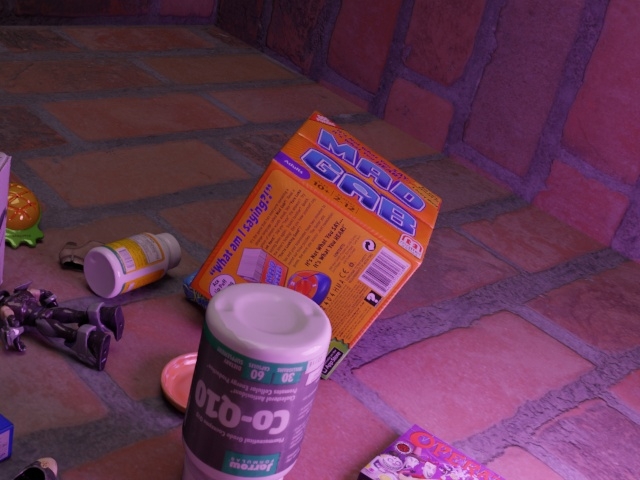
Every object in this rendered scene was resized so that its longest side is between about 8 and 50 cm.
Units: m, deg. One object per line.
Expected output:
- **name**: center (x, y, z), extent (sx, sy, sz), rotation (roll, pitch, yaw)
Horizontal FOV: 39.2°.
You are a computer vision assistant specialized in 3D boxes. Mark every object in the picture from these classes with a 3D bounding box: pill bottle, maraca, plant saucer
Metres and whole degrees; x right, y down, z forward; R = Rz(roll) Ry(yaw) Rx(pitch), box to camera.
- **pill bottle**: center (-0.418, 0.048, 2.031), extent (0.117, 0.117, 0.208), rotation (29, 31, 28)
- **maraca**: center (-0.720, -0.060, 2.124), extent (0.127, 0.099, 0.185), rotation (-7, 59, -32)
- **pill bottle**: center (-0.116, 0.268, 1.479), extent (0.204, 0.361, 0.204), rotation (11, 27, -6)
- **plant saucer**: center (-0.214, 0.289, 1.753), extent (0.200, 0.037, 0.200), rotation (11, 26, -5)

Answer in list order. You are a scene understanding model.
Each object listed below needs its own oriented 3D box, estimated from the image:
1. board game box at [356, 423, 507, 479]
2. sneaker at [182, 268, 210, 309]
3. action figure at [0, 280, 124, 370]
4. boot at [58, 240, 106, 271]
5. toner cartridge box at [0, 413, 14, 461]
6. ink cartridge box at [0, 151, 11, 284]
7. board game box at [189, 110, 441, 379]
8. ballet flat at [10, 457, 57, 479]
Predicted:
- **board game box**: center (0.259, 0.475, 1.618), extent (0.347, 0.056, 0.208), rotation (28, 25, 25)
- **sneaker**: center (-0.247, 0.134, 2.011), extent (0.126, 0.091, 0.240), rotation (-6, 28, 2)
- **action figure**: center (-0.543, 0.160, 1.788), extent (0.285, 0.099, 0.185), rotation (15, 33, 10)
- **boot**: center (-0.544, 0.039, 2.081), extent (0.118, 0.042, 0.087), rotation (5, 34, -16)
- **toner cartridge box**: center (-0.689, 0.277, 1.502), extent (0.348, 0.075, 0.165), rotation (29, 29, 27)
- **ink cartridge box**: center (-0.757, -0.031, 1.805), extent (0.223, 0.307, 0.129), rotation (9, 27, -9)
- **board game box**: center (0.000, 0.000, 1.957), extent (0.356, 0.356, 0.356), rotation (35, 28, -3)
- **ballet flat**: center (-0.472, 0.392, 1.413), extent (0.057, 0.049, 0.173), rotation (23, 28, 14)
